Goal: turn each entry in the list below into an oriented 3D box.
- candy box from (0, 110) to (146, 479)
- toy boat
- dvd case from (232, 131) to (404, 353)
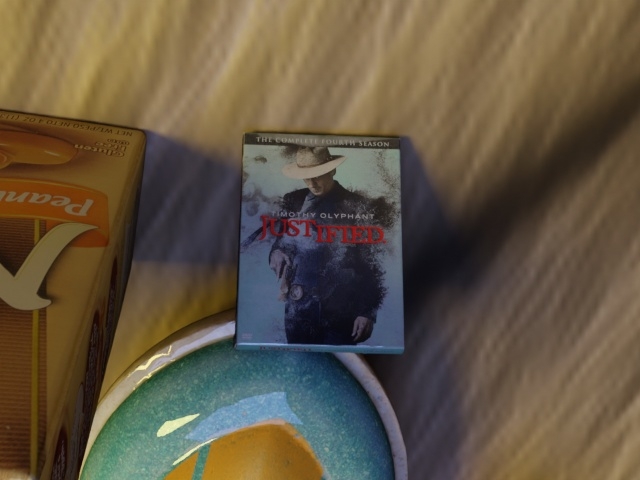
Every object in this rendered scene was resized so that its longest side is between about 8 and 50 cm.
[{"bbox_3d":[-0.181,0.029,0.467,0.183,0.316,0.087,7,113,-6],"label":"candy box"},{"bbox_3d":[0.013,0.174,0.628,0.318,0.148,0.267,11,112,-7],"label":"toy boat"},{"bbox_3d":[0.000,0.000,0.584,0.087,0.119,0.013,2,157,-3],"label":"dvd case"}]
